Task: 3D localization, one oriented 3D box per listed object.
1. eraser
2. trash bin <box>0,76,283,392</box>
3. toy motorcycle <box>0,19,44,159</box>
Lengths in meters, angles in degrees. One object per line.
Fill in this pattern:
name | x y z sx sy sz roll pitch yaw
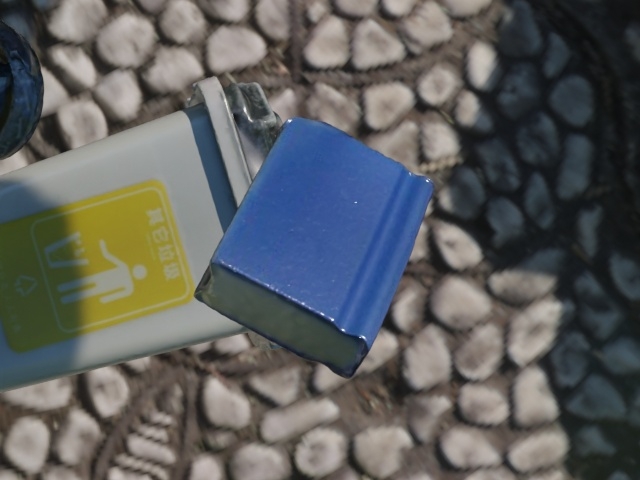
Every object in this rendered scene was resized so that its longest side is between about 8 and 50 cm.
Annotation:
eraser | 0.000 0.000 0.618 0.063 0.085 0.027 27 138 -2
trash bin | -0.199 0.017 1.604 0.367 0.296 0.256 -17 91 -8
toy motorcycle | -0.282 -0.131 1.070 0.198 0.296 0.109 -47 156 28
